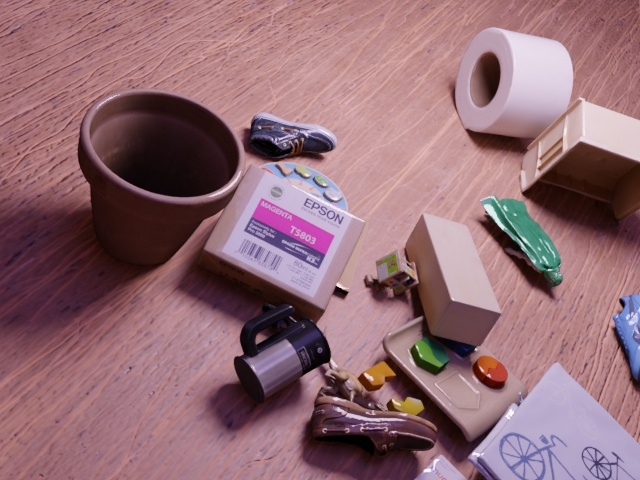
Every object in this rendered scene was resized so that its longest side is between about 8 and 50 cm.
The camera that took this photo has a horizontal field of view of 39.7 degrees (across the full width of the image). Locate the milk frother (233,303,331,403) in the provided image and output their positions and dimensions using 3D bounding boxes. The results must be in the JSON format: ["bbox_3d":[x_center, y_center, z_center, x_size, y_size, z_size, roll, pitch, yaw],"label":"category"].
[{"bbox_3d":[-0.082,0.174,1.426,0.134,0.143,0.129,-27,92,-27],"label":"milk frother"}]

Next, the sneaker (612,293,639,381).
[{"bbox_3d":[0.631,0.197,1.794,0.082,0.069,0.209,3,48,21],"label":"sneaker"}]

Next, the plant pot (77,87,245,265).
[{"bbox_3d":[-0.279,-0.081,1.458,0.262,0.229,0.263,15,44,-15],"label":"plant pot"}]

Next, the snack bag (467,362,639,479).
[{"bbox_3d":[0.439,0.391,1.501,0.323,0.037,0.342,45,42,9],"label":"snack bag"}]

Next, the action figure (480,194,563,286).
[{"bbox_3d":[0.437,0.005,1.866,0.137,0.063,0.232,-4,47,-32],"label":"action figure"}]

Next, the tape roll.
[{"bbox_3d":[0.454,-0.368,2.100,0.169,0.246,0.246,4,48,-23],"label":"tape roll"}]

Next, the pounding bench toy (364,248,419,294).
[{"bbox_3d":[0.133,0.068,1.663,0.065,0.083,0.052,37,34,-40],"label":"pounding bench toy"}]

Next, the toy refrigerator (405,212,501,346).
[{"bbox_3d":[0.239,0.071,1.652,0.102,0.094,0.270,15,33,-17],"label":"toy refrigerator"}]

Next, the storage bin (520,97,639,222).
[{"bbox_3d":[0.623,-0.170,1.994,0.262,0.260,0.123,16,61,-13],"label":"storage bin"}]

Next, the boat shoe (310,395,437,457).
[{"bbox_3d":[0.083,0.306,1.394,0.206,0.073,0.073,12,46,-7],"label":"boat shoe"}]

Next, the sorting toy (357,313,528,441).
[{"bbox_3d":[0.213,0.232,1.523,0.307,0.041,0.229,-19,60,-47],"label":"sorting toy"}]

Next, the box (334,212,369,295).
[{"bbox_3d":[0.000,0.000,1.678,0.164,0.021,0.201,24,42,-4],"label":"box"}]

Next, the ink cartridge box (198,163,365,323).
[{"bbox_3d":[-0.066,0.005,1.547,0.234,0.088,0.193,26,65,-1],"label":"ink cartridge box"}]

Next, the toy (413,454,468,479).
[{"bbox_3d":[0.177,0.423,1.339,0.137,0.056,0.237,46,45,16],"label":"toy"}]

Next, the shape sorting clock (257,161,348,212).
[{"bbox_3d":[-0.045,-0.082,1.688,0.206,0.040,0.206,14,44,-14],"label":"shape sorting clock"}]

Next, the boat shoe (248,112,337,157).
[{"bbox_3d":[-0.058,-0.197,1.812,0.183,0.065,0.083,14,47,-7],"label":"boat shoe"}]

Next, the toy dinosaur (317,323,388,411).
[{"bbox_3d":[0.033,0.232,1.464,0.183,0.053,0.092,51,31,13],"label":"toy dinosaur"}]
